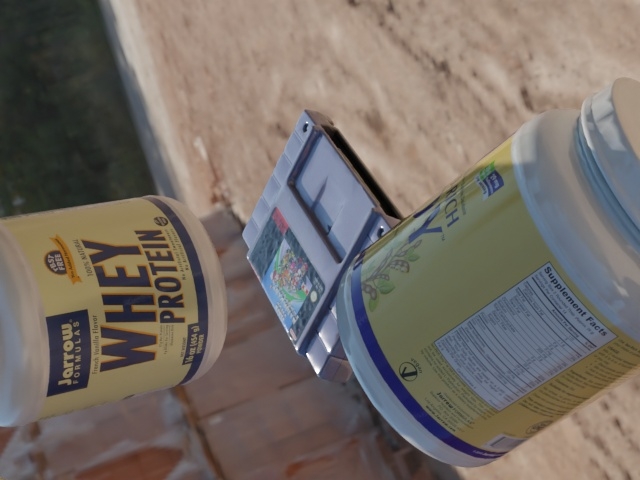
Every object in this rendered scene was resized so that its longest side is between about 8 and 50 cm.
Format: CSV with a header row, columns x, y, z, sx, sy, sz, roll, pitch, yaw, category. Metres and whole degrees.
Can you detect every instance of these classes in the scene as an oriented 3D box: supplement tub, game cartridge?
x,y,z,sx,sy,sz,roll,pitch,yaw,category
0.202,0.032,1.118,0.241,0.331,0.241,33,-146,-27,supplement tub
-0.298,0.081,1.418,0.235,0.324,0.236,19,114,51,supplement tub
0.000,0.000,1.644,0.230,0.068,0.355,-59,33,19,game cartridge

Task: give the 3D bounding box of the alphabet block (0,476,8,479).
x,y,z,sx,sy,sz,roll,pitch,yaw,category
-0.334,0.381,1.226,0.197,0.193,0.192,-48,-20,-63,alphabet block
